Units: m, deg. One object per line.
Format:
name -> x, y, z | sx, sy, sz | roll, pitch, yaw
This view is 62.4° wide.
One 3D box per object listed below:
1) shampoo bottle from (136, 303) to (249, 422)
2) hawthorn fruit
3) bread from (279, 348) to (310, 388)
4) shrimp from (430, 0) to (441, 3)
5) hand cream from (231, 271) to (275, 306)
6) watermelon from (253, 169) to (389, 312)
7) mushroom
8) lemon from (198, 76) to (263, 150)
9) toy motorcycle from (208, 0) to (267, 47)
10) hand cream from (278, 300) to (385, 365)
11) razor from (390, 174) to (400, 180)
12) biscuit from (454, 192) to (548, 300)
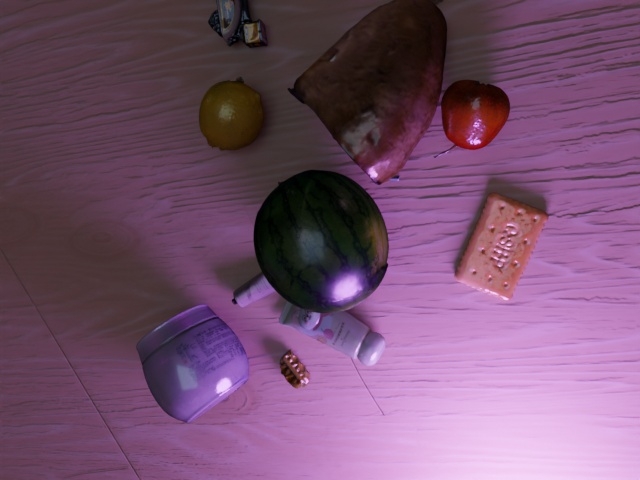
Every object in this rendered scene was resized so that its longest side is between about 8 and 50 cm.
shampoo bottle -> -0.354, 0.338, 1.478 | 0.273, 0.273, 0.266 | -39, 77, 15
hawthorn fruit -> 0.363, -0.283, 1.289 | 0.162, 0.162, 0.204 | 18, 114, 13
bread -> -0.076, 0.375, 1.518 | 0.066, 0.060, 0.110 | -38, 86, -14
shrimp -> 0.248, -0.646, 1.338 | 0.180, 0.041, 0.099 | -2, 110, 14
hand cream -> -0.175, 0.134, 1.525 | 0.186, 0.054, 0.087 | -31, 91, 9
watermelon -> 0.000, 0.000, 1.311 | 0.362, 0.363, 0.364 | 2, 96, 15
mushroom -> 0.176, -0.372, 1.262 | 0.397, 0.224, 0.314 | -42, 60, 12
lemon -> -0.243, -0.334, 1.430 | 0.173, 0.173, 0.206 | 37, 116, 9
toy motorcycle -> -0.231, -0.661, 1.437 | 0.157, 0.091, 0.263 | -5, 97, 8
hand cream -> 0.034, 0.236, 1.467 | 0.305, 0.093, 0.147 | 28, 101, 20
razor -> 0.178, -0.254, 1.392 | 0.068, 0.037, 0.191 | 5, 97, 16
biscuit -> 0.458, 0.017, 1.348 | 0.160, 0.030, 0.250 | 24, 101, 12
